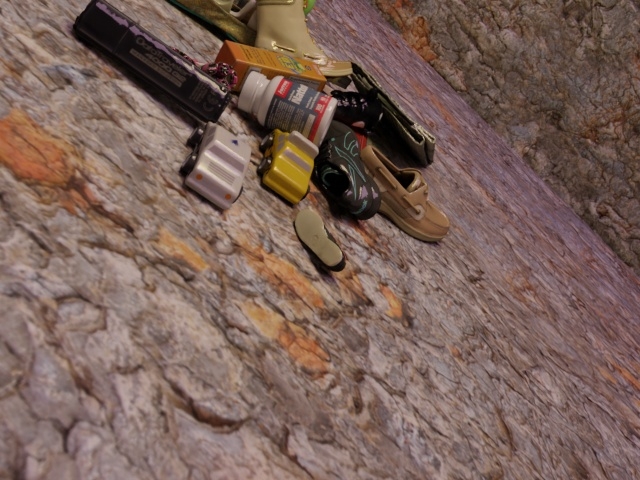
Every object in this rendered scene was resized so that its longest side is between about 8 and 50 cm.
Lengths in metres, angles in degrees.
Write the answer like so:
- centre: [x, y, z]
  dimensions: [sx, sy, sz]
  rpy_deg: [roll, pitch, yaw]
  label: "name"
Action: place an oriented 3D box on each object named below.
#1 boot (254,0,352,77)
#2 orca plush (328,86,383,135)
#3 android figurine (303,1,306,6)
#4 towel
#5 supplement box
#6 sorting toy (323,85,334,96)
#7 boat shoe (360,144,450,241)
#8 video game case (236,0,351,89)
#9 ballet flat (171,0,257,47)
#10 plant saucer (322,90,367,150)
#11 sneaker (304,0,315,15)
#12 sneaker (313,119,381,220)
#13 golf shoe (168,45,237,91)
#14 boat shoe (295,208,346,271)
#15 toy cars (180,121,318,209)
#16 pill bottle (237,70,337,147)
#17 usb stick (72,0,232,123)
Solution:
- centre: [-0.038, -0.482, 1.583]
  dimensions: [0.261, 0.204, 0.095]
  rpy_deg: [-4, 8, -29]
  label: "boot"
- centre: [0.085, -0.347, 1.637]
  dimensions: [0.287, 0.102, 0.151]
  rpy_deg: [13, 40, -49]
  label: "orca plush"
- centre: [-0.121, -0.748, 1.905]
  dimensions: [0.056, 0.273, 0.248]
  rpy_deg: [-38, 58, -23]
  label: "android figurine"
- centre: [0.206, -0.353, 1.895]
  dimensions: [0.312, 0.056, 0.324]
  rpy_deg: [50, 7, 10]
  label: "towel"
- centre: [-0.104, -0.352, 1.440]
  dimensions: [0.233, 0.080, 0.078]
  rpy_deg: [4, 45, -39]
  label: "supplement box"
- centre: [0.005, -0.387, 1.764]
  dimensions: [0.083, 0.045, 0.075]
  rpy_deg: [32, 13, -2]
  label: "sorting toy"
- centre: [0.195, -0.101, 1.534]
  dimensions: [0.341, 0.110, 0.122]
  rpy_deg: [26, 32, -37]
  label: "boat shoe"
- centre: [-0.067, -0.521, 1.812]
  dimensions: [0.275, 0.035, 0.248]
  rpy_deg: [47, 21, 21]
  label: "video game case"
- centre: [-0.206, -0.530, 1.566]
  dimensions: [0.348, 0.123, 0.123]
  rpy_deg: [28, 30, -33]
  label: "ballet flat"
- centre: [0.019, -0.282, 1.617]
  dimensions: [0.259, 0.048, 0.258]
  rpy_deg: [38, 26, -13]
  label: "plant saucer"
- centre: [-0.149, -0.914, 2.077]
  dimensions: [0.202, 0.185, 0.483]
  rpy_deg: [-89, 163, -75]
  label: "sneaker"
- centre: [0.034, -0.162, 1.395]
  dimensions: [0.106, 0.101, 0.267]
  rpy_deg: [12, 40, -46]
  label: "sneaker"
- centre: [-0.250, -0.304, 1.235]
  dimensions: [0.186, 0.068, 0.086]
  rpy_deg: [9, 1, -37]
  label: "golf shoe"
- centre: [-0.002, 0.001, 1.164]
  dimensions: [0.133, 0.049, 0.042]
  rpy_deg: [53, -3, 32]
  label: "boat shoe"
- centre: [-0.103, -0.148, 1.178]
  dimensions: [0.176, 0.087, 0.393]
  rpy_deg: [52, 26, 15]
  label: "toy cars"
- centre: [-0.067, -0.265, 1.350]
  dimensions: [0.180, 0.108, 0.108]
  rpy_deg: [23, 27, 0]
  label: "pill bottle"
- centre: [-0.279, -0.300, 1.143]
  dimensions: [0.278, 0.077, 0.045]
  rpy_deg: [34, -14, -15]
  label: "usb stick"
